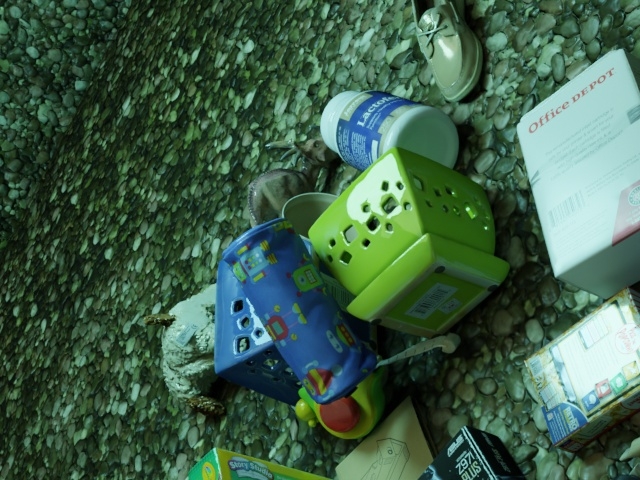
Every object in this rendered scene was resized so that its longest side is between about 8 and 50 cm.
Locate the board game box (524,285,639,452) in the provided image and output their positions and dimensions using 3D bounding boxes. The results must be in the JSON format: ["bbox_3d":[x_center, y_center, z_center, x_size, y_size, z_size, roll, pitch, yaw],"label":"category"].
[{"bbox_3d":[0.379,0.177,1.433,0.193,0.045,0.146,-43,41,31],"label":"board game box"}]

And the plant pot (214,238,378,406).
[{"bbox_3d":[-0.033,0.137,1.861,0.212,0.236,0.235,-27,50,37],"label":"plant pot"}]

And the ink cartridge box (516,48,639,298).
[{"bbox_3d":[0.411,-0.094,1.481,0.207,0.117,0.283,-37,44,37],"label":"ink cartridge box"}]

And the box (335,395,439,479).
[{"bbox_3d":[0.110,0.375,1.709,0.201,0.021,0.164,-49,38,25],"label":"box"}]

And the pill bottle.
[{"bbox_3d":[0.117,-0.188,1.908,0.265,0.153,0.153,30,95,56],"label":"pill bottle"}]

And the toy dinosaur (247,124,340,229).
[{"bbox_3d":[-0.078,-0.101,2.069,0.127,0.296,0.200,8,117,31],"label":"toy dinosaur"}]

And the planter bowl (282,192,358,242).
[{"bbox_3d":[0.000,0.000,1.977,0.162,0.162,0.109,-114,29,-47],"label":"planter bowl"}]

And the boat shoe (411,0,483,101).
[{"bbox_3d":[0.218,-0.381,1.929,0.109,0.098,0.302,-37,44,37],"label":"boat shoe"}]

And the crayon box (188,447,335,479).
[{"bbox_3d":[-0.068,0.446,1.680,0.081,0.278,0.165,-46,39,27],"label":"crayon box"}]

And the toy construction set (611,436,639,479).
[{"bbox_3d":[0.362,0.370,1.224,0.237,0.257,0.308,-44,18,49],"label":"toy construction set"}]

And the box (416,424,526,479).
[{"bbox_3d":[0.209,0.385,1.516,0.180,0.078,0.147,-53,36,20],"label":"box"}]

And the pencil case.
[{"bbox_3d":[-0.025,0.110,1.652,0.306,0.133,0.119,57,144,5],"label":"pencil case"}]

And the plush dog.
[{"bbox_3d":[-0.264,0.241,2.179,0.262,0.211,0.225,-119,32,-51],"label":"plush dog"}]

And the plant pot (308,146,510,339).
[{"bbox_3d":[0.150,0.021,1.687,0.228,0.227,0.207,-44,46,29],"label":"plant pot"}]

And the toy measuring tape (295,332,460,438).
[{"bbox_3d":[0.100,0.252,1.737,0.330,0.121,0.121,-23,52,28],"label":"toy measuring tape"}]
